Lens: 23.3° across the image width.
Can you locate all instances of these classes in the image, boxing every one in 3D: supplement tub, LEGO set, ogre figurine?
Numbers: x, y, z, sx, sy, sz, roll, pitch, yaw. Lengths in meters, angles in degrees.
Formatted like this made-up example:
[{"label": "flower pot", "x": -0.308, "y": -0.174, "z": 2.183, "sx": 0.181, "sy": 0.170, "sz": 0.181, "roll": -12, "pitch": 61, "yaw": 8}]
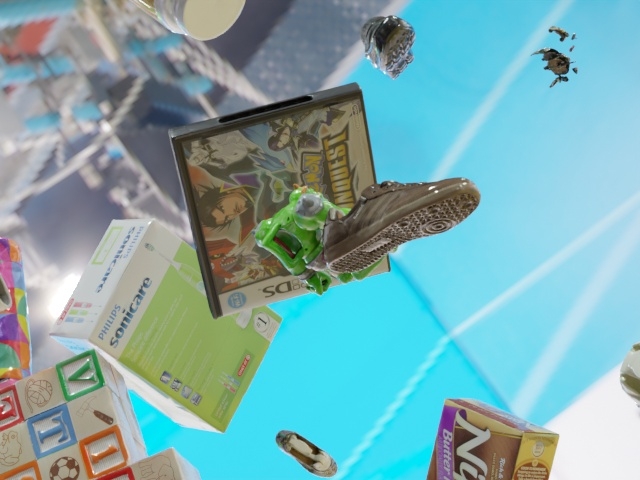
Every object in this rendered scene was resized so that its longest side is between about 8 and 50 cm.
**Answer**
[{"label": "supplement tub", "x": -0.221, "y": -0.403, "z": 2.361, "sx": 0.144, "sy": 0.200, "sz": 0.144, "roll": -32, "pitch": -37, "yaw": -29}, {"label": "LEGO set", "x": 0.262, "y": -0.203, "z": 1.699, "sx": 0.023, "sy": 0.054, "sz": 0.083, "roll": -57, "pitch": -1, "yaw": -37}, {"label": "ogre figurine", "x": 0.000, "y": 0.000, "z": 1.734, "sx": 0.096, "sy": 0.118, "sz": 0.197, "roll": -61, "pitch": 16, "yaw": -8}]

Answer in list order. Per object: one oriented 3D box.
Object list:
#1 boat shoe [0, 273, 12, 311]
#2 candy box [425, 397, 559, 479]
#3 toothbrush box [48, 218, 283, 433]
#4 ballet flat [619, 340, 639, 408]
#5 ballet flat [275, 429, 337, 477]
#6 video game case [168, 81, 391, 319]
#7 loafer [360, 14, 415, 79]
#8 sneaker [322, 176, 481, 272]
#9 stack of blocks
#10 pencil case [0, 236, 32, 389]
[{"label": "boat shoe", "x": -0.464, "y": -0.016, "z": 1.992, "sx": 0.088, "sy": 0.267, "sz": 0.096, "roll": -11, "pitch": 23, "yaw": 3}, {"label": "candy box", "x": 0.143, "y": 0.247, "z": 1.409, "sx": 0.053, "sy": 0.109, "sz": 0.186, "roll": 8, "pitch": -83, "yaw": -37}, {"label": "toothbrush box", "x": -0.225, "y": 0.128, "z": 2.308, "sx": 0.122, "sy": 0.283, "sz": 0.206, "roll": 1, "pitch": 59, "yaw": 50}, {"label": "ballet flat", "x": 0.303, "y": 0.116, "z": 1.354, "sx": 0.086, "sy": 0.086, "sz": 0.248, "roll": -35, "pitch": -4, "yaw": -3}, {"label": "ballet flat", "x": -0.015, "y": 0.317, "z": 2.293, "sx": 0.041, "sy": 0.114, "sz": 0.041, "roll": -46, "pitch": 21, "yaw": 24}, {"label": "video game case", "x": -0.047, "y": -0.048, "z": 2.007, "sx": 0.248, "sy": 0.035, "sz": 0.274, "roll": -15, "pitch": -59, "yaw": -7}, {"label": "loafer", "x": 0.090, "y": -0.285, "z": 2.234, "sx": 0.076, "sy": 0.078, "sz": 0.223, "roll": -48, "pitch": -6, "yaw": -1}, {"label": "sneaker", "x": 0.071, "y": -0.033, "z": 1.519, "sx": 0.188, "sy": 0.071, "sz": 0.066, "roll": -27, "pitch": -30, "yaw": 34}, {"label": "stack of blocks", "x": -0.197, "y": 0.256, "z": 1.455, "sx": 0.171, "sy": 0.297, "sz": 0.087, "roll": -23, "pitch": -28, "yaw": 2}, {"label": "pencil case", "x": -0.457, "y": 0.114, "z": 2.176, "sx": 0.104, "sy": 0.236, "sz": 0.104, "roll": -8, "pitch": -25, "yaw": -4}]
